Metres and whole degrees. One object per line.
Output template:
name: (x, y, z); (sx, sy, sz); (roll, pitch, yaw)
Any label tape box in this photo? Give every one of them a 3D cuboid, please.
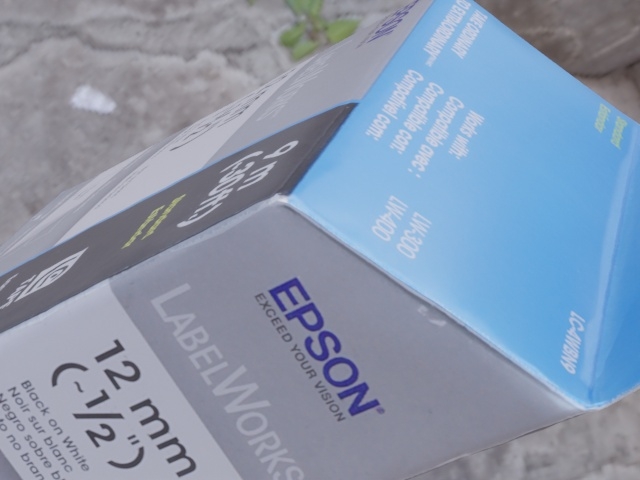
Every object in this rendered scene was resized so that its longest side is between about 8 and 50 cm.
label tape box: (0.000, 0.000, 0.535); (0.115, 0.347, 0.249); (56, 27, -12)
